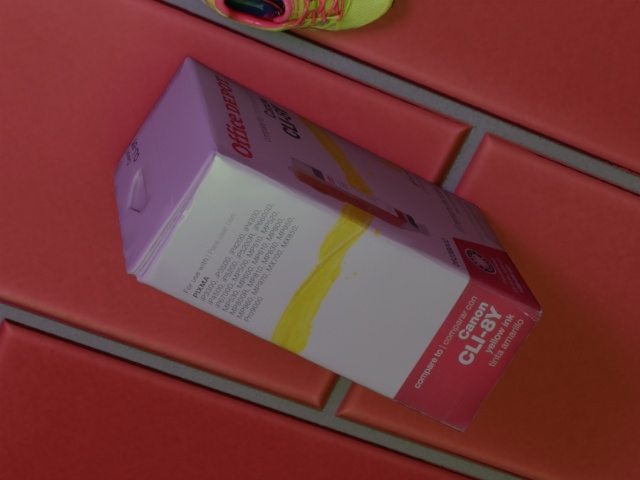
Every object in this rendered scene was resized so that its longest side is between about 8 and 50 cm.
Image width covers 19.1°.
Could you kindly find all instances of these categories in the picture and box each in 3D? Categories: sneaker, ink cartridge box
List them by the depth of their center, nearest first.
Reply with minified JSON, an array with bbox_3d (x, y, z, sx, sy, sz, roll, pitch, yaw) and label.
[{"bbox_3d":[-0.023,-0.242,1.928,0.208,0.094,0.081,-1,114,-11],"label":"sneaker"},{"bbox_3d":[0.000,0.000,1.944,0.384,0.279,0.160,26,108,-20],"label":"ink cartridge box"}]
